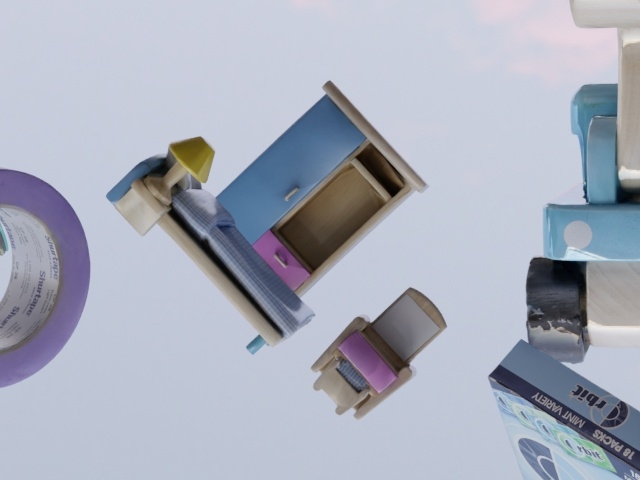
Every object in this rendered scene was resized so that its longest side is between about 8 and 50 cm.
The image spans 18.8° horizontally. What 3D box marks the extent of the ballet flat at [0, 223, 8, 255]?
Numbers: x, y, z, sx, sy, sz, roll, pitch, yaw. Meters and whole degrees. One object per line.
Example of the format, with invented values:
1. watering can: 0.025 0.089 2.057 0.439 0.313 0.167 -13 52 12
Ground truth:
1. ballet flat: -0.259 -0.033 1.414 0.041 0.114 0.041 -5 -144 4

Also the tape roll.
1. tape roll: -0.295 0.028 1.644 0.189 0.189 0.080 -34 -151 -32

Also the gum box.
1. gum box: 0.203 0.165 1.349 0.157 0.184 0.041 32 -109 33

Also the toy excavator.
1. toy excavator: 0.300 -0.102 1.798 0.222 0.445 0.433 -1 -173 18

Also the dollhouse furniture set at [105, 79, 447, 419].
1. dollhouse furniture set: 0.000 0.000 1.699 0.198 0.303 0.286 -43 -95 5
